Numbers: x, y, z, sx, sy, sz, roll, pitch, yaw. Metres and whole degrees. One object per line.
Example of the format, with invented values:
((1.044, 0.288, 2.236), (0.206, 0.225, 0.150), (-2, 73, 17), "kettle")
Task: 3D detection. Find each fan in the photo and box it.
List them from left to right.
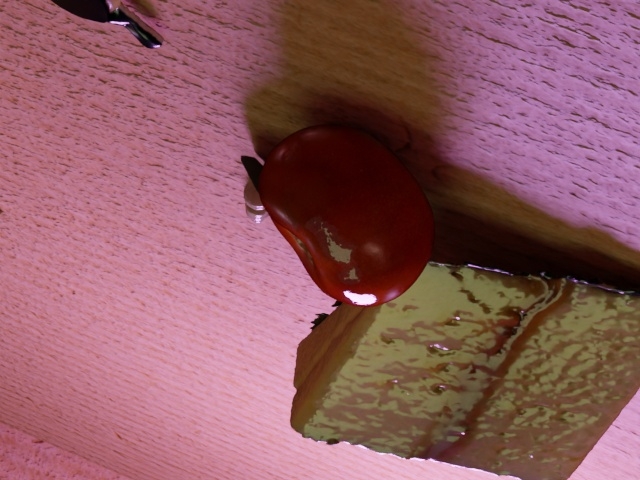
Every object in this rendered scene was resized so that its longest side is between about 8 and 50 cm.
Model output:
((-0.001, 0.001, 2.057), (0.182, 0.010, 0.310), (59, -168, 28), "fan")

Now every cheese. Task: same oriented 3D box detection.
((-0.215, -0.237, 1.814), (0.086, 0.036, 0.162), (-5, 143, 49), "cheese")

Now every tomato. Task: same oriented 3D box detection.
((0.030, -0.029, 1.851), (0.195, 0.136, 0.195), (52, 172, 10), "tomato")

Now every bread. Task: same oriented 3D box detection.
((0.180, 0.092, 2.062), (0.346, 0.242, 0.405), (19, 127, -4), "bread")

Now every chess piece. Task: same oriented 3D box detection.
((-0.071, -0.040, 2.120), (0.035, 0.035, 0.092), (25, 162, 4), "chess piece")
